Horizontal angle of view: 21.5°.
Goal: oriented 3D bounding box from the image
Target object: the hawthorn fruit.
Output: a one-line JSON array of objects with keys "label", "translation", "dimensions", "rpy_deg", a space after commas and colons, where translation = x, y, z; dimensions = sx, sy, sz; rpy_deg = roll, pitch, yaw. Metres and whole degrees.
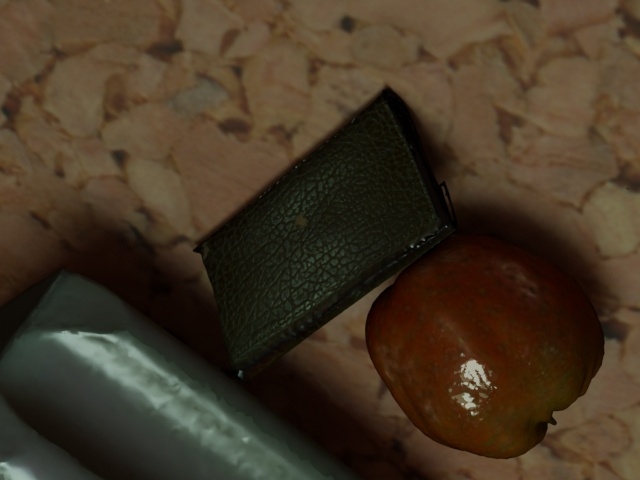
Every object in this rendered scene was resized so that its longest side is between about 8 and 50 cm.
[{"label": "hawthorn fruit", "translation": [0.127, 0.083, 1.344], "dimensions": [0.189, 0.189, 0.189], "rpy_deg": [7, 125, 10]}]

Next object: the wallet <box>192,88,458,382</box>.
[{"label": "wallet", "translation": [0.000, 0.000, 1.364], "dimensions": [0.039, 0.132, 0.243], "rpy_deg": [9, 140, -47]}]

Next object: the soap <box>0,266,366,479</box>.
[{"label": "soap", "translation": [-0.161, 0.251, 1.461], "dimensions": [0.435, 0.213, 0.350], "rpy_deg": [37, 144, -12]}]
